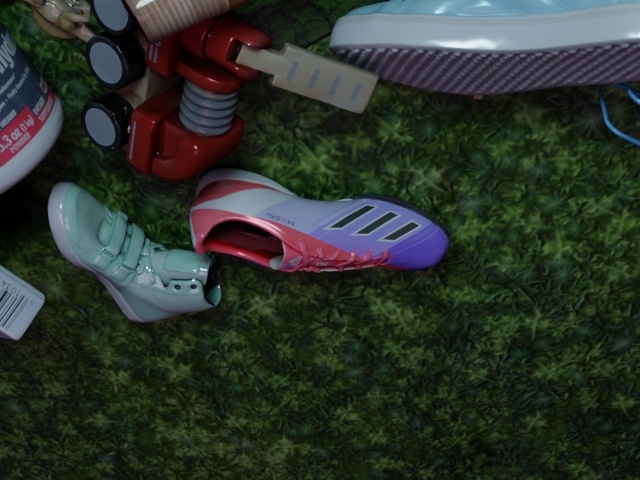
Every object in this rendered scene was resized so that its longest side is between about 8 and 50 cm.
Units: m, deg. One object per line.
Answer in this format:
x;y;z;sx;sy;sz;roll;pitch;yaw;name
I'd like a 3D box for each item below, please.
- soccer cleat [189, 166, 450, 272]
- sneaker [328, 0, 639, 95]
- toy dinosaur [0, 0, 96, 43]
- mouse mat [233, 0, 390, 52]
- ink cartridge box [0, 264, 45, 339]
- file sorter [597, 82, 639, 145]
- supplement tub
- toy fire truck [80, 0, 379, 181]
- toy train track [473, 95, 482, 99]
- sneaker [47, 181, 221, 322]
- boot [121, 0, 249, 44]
0.000;0.000;1.110;0.318;0.116;0.109;12;132;-6;soccer cleat
0.186;-0.233;0.902;0.366;0.150;0.135;4;168;25;sneaker
-0.266;-0.238;0.977;0.183;0.053;0.092;33;142;-14;toy dinosaur
-0.028;-0.270;0.945;0.189;0.007;0.152;-25;125;24;mouse mat
-0.521;0.005;1.086;0.324;0.071;0.330;39;155;-26;ink cartridge box
0.368;-0.178;0.919;0.104;0.118;0.170;23;130;-10;file sorter
-0.411;-0.178;0.938;0.191;0.191;0.272;-17;128;19;supplement tub
-0.093;-0.153;0.934;0.246;0.158;0.217;33;133;16;toy fire truck
0.180;-0.188;0.996;0.048;0.014;0.083;4;138;-8;toy train track
-0.218;0.007;1.149;0.151;0.094;0.256;-9;140;21;sneaker
-0.122;-0.330;0.817;0.220;0.283;0.109;-32;160;-7;boot
